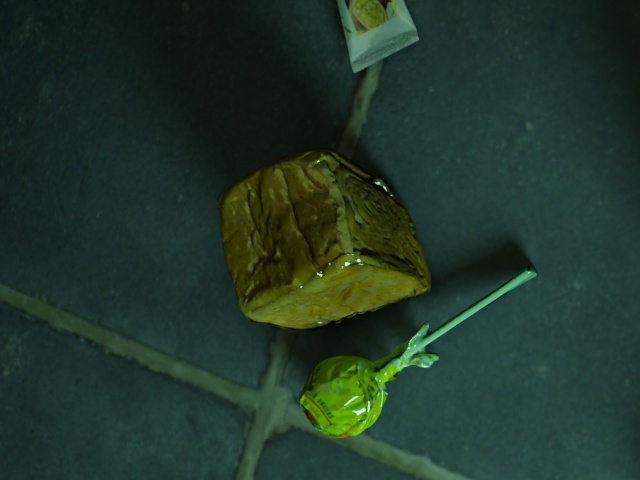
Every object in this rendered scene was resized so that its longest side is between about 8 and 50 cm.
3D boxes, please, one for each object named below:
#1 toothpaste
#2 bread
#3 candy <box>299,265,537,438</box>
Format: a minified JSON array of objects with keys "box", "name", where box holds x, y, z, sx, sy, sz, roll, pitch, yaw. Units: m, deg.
[{"box":[0.023,-0.326,1.727,0.058,0.056,0.314,124,133,-65],"name":"toothpaste"},{"box":[0.000,0.000,1.613,0.143,0.158,0.149,-26,72,26],"name":"bread"},{"box":[0.093,0.099,1.594,0.262,0.073,0.077,-35,82,16],"name":"candy"}]
